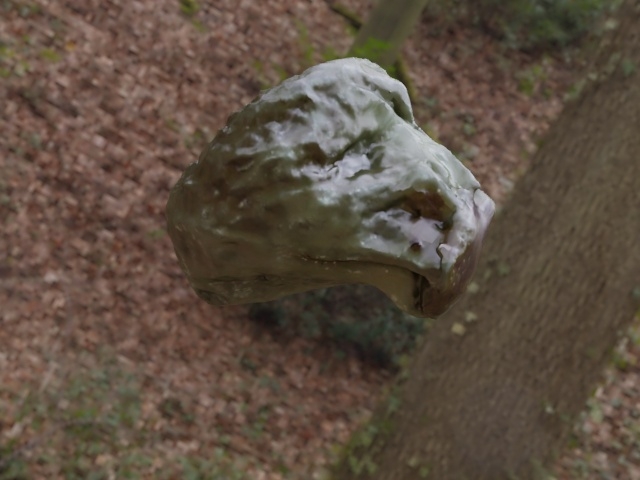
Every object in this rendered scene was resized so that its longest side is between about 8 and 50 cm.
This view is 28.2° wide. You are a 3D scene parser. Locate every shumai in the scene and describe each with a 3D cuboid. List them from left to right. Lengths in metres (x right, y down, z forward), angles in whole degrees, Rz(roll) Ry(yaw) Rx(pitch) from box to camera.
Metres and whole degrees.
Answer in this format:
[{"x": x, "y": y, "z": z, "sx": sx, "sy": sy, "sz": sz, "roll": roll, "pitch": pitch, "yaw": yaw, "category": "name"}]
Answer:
[{"x": 0.000, "y": 0.000, "z": 1.071, "sx": 0.225, "sy": 0.260, "sz": 0.222, "roll": 2, "pitch": 54, "yaw": -61, "category": "shumai"}]
